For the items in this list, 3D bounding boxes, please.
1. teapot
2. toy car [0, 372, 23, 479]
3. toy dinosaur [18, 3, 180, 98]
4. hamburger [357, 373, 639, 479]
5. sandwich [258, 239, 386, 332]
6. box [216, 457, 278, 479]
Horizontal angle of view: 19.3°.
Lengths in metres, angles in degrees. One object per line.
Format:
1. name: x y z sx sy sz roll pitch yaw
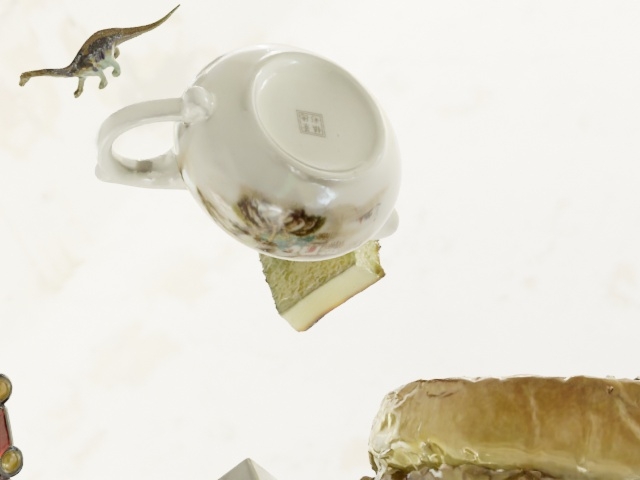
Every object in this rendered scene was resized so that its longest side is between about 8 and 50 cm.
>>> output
1. teapot: -0.042 -0.074 1.609 0.139 0.298 0.204 131 -32 -50
2. toy car: -0.352 0.180 1.772 0.112 0.139 0.112 -22 -163 -36
3. toy dinosaur: -0.217 -0.182 1.878 0.180 0.058 0.037 -35 -129 -24
4. hamburger: 0.153 0.219 1.343 0.287 0.268 0.445 6 171 -36
5. sandwich: 0.000 0.000 2.311 0.162 0.058 0.193 -34 -137 9
6. box: -0.076 0.345 1.834 0.149 0.067 0.233 -39 -136 11
